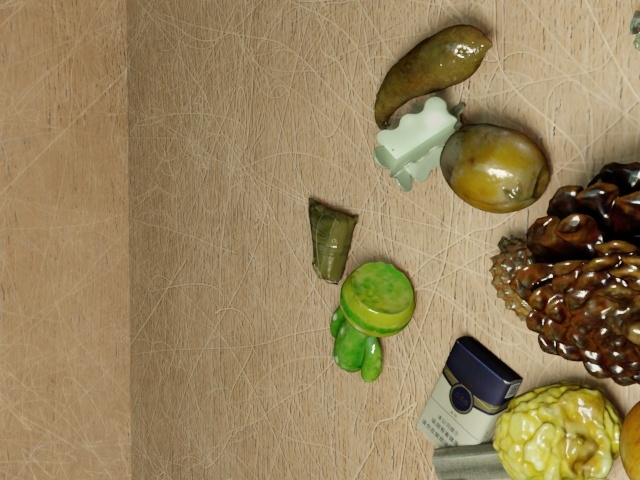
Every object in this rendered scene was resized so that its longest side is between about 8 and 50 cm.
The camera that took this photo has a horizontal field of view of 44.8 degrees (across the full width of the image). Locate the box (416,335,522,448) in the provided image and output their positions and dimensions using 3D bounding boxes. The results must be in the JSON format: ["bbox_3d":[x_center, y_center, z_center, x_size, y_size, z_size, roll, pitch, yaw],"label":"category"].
[{"bbox_3d":[0.332,0.366,1.749,0.168,0.071,0.259,41,122,40],"label":"box"}]

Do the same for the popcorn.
[{"bbox_3d":[0.457,0.385,1.482,0.249,0.249,0.226,-24,70,47],"label":"popcorn"}]

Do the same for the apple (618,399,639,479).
[{"bbox_3d":[0.632,0.359,1.300,0.207,0.236,0.237,-47,57,25],"label":"apple"}]

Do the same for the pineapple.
[{"bbox_3d":[0.422,0.063,1.573,0.193,0.166,0.166,57,130,30],"label":"pineapple"}]

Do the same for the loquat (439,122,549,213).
[{"bbox_3d":[0.357,-0.150,1.613,0.227,0.179,0.179,25,111,28],"label":"loquat"}]

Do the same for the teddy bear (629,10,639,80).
[{"bbox_3d":[0.627,-0.318,1.372,0.133,0.111,0.213,-28,44,24],"label":"teddy bear"}]

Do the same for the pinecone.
[{"bbox_3d":[0.524,0.047,1.315,0.397,0.397,0.398,3,94,49],"label":"pinecone"}]

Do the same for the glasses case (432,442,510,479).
[{"bbox_3d":[0.350,0.482,1.679,0.204,0.047,0.071,-12,104,23],"label":"glasses case"}]

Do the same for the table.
[{"bbox_3d":[0.244,-0.230,1.773,0.198,0.166,0.167,-31,68,37],"label":"table"}]

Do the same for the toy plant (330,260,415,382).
[{"bbox_3d":[0.114,0.217,1.950,0.224,0.184,0.316,64,150,32],"label":"toy plant"}]

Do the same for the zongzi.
[{"bbox_3d":[0.000,0.003,2.103,0.204,0.094,0.205,30,114,49],"label":"zongzi"}]

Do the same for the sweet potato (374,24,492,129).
[{"bbox_3d":[0.236,-0.384,1.800,0.422,0.130,0.131,-27,71,54],"label":"sweet potato"}]
